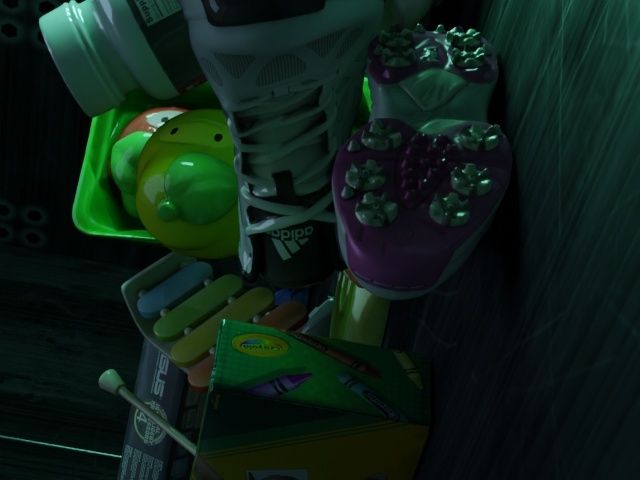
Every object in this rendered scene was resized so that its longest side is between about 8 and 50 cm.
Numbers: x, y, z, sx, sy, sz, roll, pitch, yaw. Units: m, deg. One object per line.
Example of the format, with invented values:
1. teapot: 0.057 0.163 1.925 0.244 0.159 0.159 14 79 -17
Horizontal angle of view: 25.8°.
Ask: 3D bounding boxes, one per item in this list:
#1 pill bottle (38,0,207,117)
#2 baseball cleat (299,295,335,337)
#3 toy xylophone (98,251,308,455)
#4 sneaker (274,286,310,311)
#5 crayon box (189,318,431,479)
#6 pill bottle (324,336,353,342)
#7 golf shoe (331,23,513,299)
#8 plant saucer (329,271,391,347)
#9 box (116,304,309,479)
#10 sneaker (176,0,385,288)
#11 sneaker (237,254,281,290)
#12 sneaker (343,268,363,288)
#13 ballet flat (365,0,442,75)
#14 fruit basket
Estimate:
1. pill bottle: -0.153 -0.270 1.604 0.176 0.318 0.176 63 -178 -4
2. baseball cleat: 0.002 0.169 1.578 0.109 0.072 0.206 38 109 48
3. toy xylophone: -0.135 0.142 1.761 0.236 0.323 0.081 -42 -39 -32
4. sneaker: -0.060 0.104 2.306 0.209 0.082 0.069 -82 2 -45
5. crayon box: -0.023 0.199 1.117 0.081 0.165 0.278 -85 7 -51
6. pill bottle: -0.003 0.183 1.264 0.108 0.108 0.180 -84 6 -45
7. golf shoe: 0.071 -0.035 0.966 0.306 0.115 0.140 -72 -12 -55
8. plant saucer: 0.043 0.046 1.460 0.241 0.037 0.241 -169 90 -85
9. box: -0.160 0.300 2.025 0.318 0.097 0.395 -3 -72 -56
10. sneaker: -0.010 -0.088 1.155 0.447 0.169 0.257 -22 -75 -87
11. sneaker: -0.075 -0.041 2.159 0.147 0.145 0.384 -49 -7 -8
12. sneaker: 0.068 -0.038 1.312 0.067 0.064 0.175 18 101 62
13. ballet flat: 0.065 -0.264 1.318 0.400 0.139 0.139 113 167 -68
14. fruit basket: -0.119 -0.092 1.690 0.392 0.392 0.283 116 164 -73
